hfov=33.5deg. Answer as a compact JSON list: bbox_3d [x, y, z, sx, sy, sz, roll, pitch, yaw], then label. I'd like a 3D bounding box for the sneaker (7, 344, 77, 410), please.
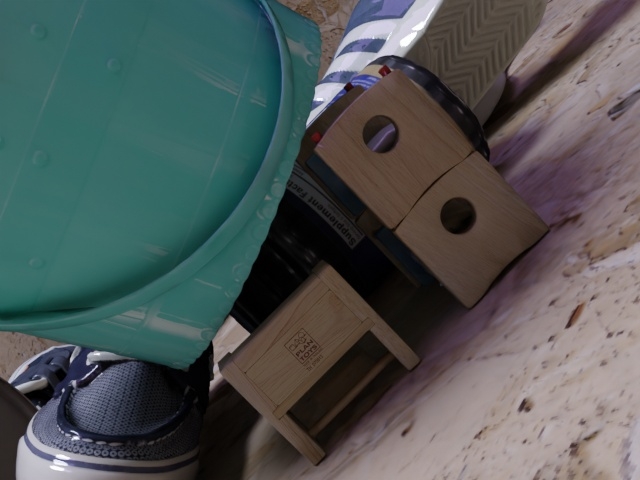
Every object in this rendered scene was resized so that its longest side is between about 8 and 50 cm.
[{"bbox_3d":[-0.342,0.217,1.310,0.127,0.126,0.321,-25,11,30],"label":"sneaker"}]

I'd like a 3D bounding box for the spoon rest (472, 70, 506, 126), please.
[{"bbox_3d":[0.138,-0.154,1.062,0.137,0.084,0.276,-39,23,39],"label":"spoon rest"}]

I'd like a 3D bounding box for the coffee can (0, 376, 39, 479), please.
[{"bbox_3d":[-0.418,0.282,1.071,0.275,0.201,0.201,-42,9,16],"label":"coffee can"}]

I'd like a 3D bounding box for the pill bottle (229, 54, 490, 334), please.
[{"bbox_3d":[0.013,-0.024,0.794,0.219,0.123,0.123,-46,9,-12],"label":"pill bottle"}]

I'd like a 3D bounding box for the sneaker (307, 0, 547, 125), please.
[{"bbox_3d":[0.044,-0.127,0.943,0.350,0.131,0.148,-46,31,6],"label":"sneaker"}]

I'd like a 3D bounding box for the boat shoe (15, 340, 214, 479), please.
[{"bbox_3d":[-0.140,0.082,0.789,0.340,0.127,0.158,-148,66,-82],"label":"boat shoe"}]

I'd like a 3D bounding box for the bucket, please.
[{"bbox_3d":[-0.130,-0.061,0.657,0.281,0.183,0.281,-159,90,-74],"label":"bucket"}]

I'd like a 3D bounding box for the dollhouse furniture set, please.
[{"bbox_3d":[0.009,0.008,0.632,0.183,0.129,0.129,-45,8,-4],"label":"dollhouse furniture set"}]
